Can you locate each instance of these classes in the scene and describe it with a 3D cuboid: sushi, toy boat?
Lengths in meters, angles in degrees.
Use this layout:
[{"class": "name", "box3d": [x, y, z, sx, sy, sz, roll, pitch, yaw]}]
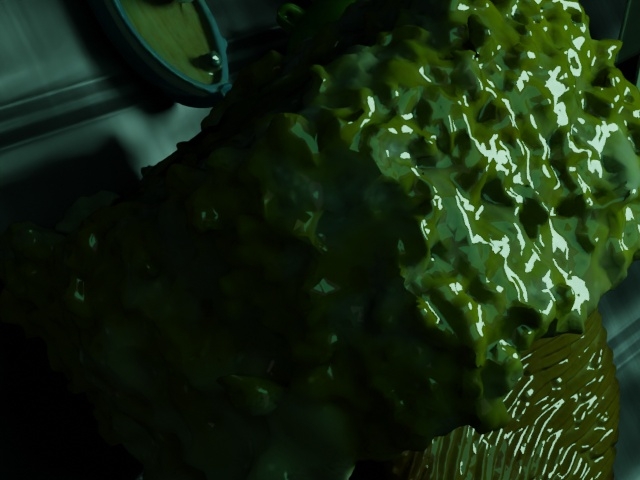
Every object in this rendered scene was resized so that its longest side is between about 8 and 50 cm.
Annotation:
[{"class": "sushi", "box3d": [0.000, 0.000, 0.970, 0.240, 0.397, 0.351, 55, 49, -10]}, {"class": "toy boat", "box3d": [-0.121, -0.199, 1.167, 0.088, 0.102, 0.215, -28, 92, -47]}]

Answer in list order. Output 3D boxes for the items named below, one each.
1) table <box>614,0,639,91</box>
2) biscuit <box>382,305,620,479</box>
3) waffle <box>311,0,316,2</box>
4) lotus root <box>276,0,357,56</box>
[{"class": "table", "box3d": [0.332, -0.139, 1.599, 0.121, 0.111, 0.240, 42, 45, -24]}, {"class": "biscuit", "box3d": [0.160, 0.148, 1.264, 0.318, 0.040, 0.317, 1, 88, -47]}, {"class": "waffle", "box3d": [0.019, -0.232, 1.337, 0.135, 0.092, 0.021, 42, 56, -26]}, {"class": "lotus root", "box3d": [0.035, -0.149, 1.277, 0.186, 0.186, 0.186, 23, 55, -37]}]
